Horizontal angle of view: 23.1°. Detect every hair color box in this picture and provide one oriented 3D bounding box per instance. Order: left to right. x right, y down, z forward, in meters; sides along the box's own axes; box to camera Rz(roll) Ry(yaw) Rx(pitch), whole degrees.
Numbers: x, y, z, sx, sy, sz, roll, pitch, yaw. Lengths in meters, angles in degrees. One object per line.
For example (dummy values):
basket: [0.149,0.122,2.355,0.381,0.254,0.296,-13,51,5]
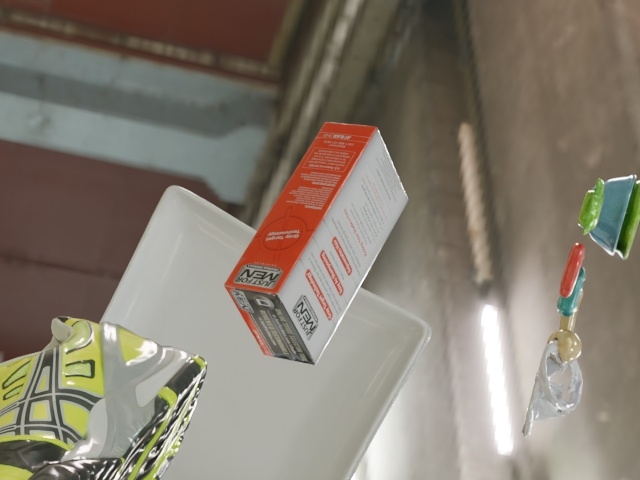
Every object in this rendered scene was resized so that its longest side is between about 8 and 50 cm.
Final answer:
hair color box: [0.000,0.000,0.981,0.141,0.043,0.072,-59,142,-32]

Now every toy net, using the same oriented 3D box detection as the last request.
toy net: [0.210,0.059,1.251,0.122,0.045,0.232,-37,142,-73]

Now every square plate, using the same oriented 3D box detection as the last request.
square plate: [-0.098,0.165,1.727,0.344,0.347,0.049,-63,162,4]

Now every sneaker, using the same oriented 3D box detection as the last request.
sneaker: [-0.226,0.178,1.195,0.385,0.147,0.145,-44,156,-64]
